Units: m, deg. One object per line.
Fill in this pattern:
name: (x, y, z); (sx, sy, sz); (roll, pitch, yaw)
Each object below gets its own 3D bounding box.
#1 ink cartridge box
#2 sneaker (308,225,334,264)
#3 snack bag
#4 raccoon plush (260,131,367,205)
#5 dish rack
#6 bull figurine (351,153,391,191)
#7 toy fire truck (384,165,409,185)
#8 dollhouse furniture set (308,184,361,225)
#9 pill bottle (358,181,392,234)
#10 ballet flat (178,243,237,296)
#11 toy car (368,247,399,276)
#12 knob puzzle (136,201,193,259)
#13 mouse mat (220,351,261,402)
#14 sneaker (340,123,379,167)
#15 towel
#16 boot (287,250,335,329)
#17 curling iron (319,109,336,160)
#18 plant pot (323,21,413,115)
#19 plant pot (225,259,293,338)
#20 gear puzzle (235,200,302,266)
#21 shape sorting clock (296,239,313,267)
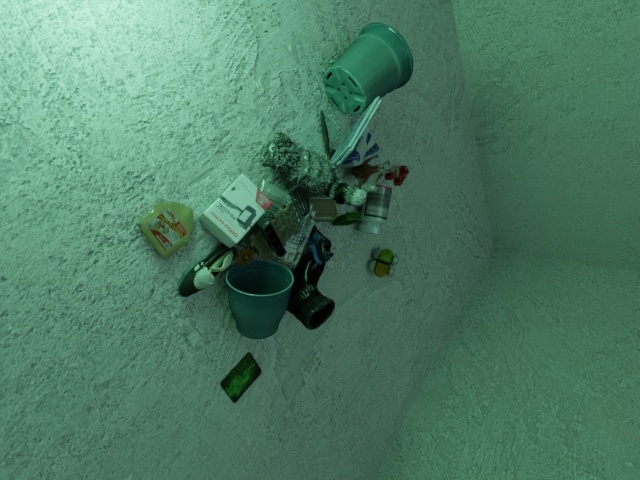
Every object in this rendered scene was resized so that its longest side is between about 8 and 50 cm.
ink cartridge box: (-0.332, -0.116, 1.593); (0.172, 0.100, 0.237); (44, 62, -15)
sneaker: (0.000, 0.000, 1.933); (0.081, 0.091, 0.232); (27, 37, -52)
snack bag: (0.141, -0.471, 1.896); (0.037, 0.342, 0.323); (33, 68, -11)
raccoon plush: (-0.031, -0.311, 1.697); (0.299, 0.447, 0.216); (29, 77, -64)
dish rack: (-0.130, -0.089, 1.670); (0.271, 0.074, 0.208); (-47, 146, -19)
bull figurine: (0.256, -0.348, 2.091); (0.189, 0.310, 0.101); (-26, 120, -1)
toy fire truck: (0.478, -0.415, 2.521); (0.192, 0.047, 0.135); (-56, 132, -25)
dollhouse furniture set: (0.038, -0.184, 2.064); (0.302, 0.151, 0.197); (-1, 83, -26)
pill bottle: (0.303, -0.180, 2.286); (0.161, 0.161, 0.282); (9, 91, -49)
ballet flat: (-0.429, 0.112, 1.575); (0.280, 0.096, 0.095); (-51, 133, -28)
toy car: (0.384, 0.140, 2.475); (0.136, 0.159, 0.181); (76, 33, -76)
knob puzzle: (-0.542, -0.056, 1.465); (0.213, 0.030, 0.213); (-11, 106, -46)
mouse mat: (-0.354, 0.618, 1.830); (0.189, 0.007, 0.152); (-45, 128, -32)
sneaker: (0.189, -0.512, 2.135); (0.315, 0.128, 0.182); (-43, 124, -43)
towel: (-0.176, -0.066, 1.806); (0.324, 0.056, 0.312); (26, 79, -34)
boot: (-0.024, 0.226, 1.893); (0.131, 0.260, 0.347); (38, 79, -40)
curling iron: (0.033, -0.510, 2.014); (0.068, 0.035, 0.273); (-45, 129, -38)
plant pot: (0.211, -0.802, 1.956); (0.334, 0.341, 0.341); (-46, 129, -23)
plant pot: (-0.256, 0.258, 1.693); (0.272, 0.272, 0.255); (-22, 128, -44)
gear puzzle: (-0.226, -0.011, 1.720); (0.339, 0.044, 0.175); (-44, 138, -20)
shape sorting clock: (-0.105, 0.036, 1.965); (0.206, 0.040, 0.206); (-12, 106, -47)
